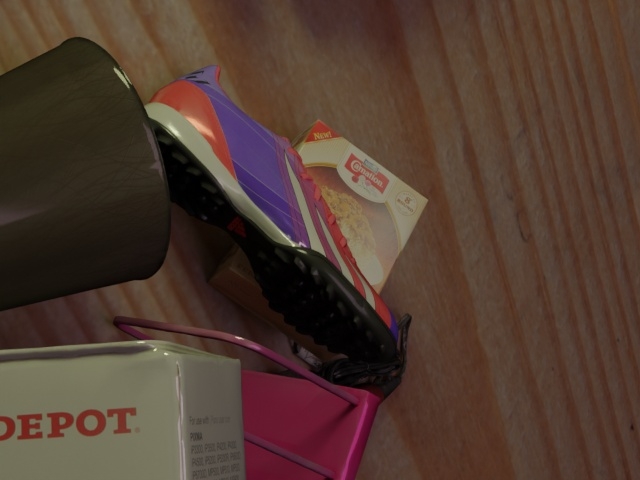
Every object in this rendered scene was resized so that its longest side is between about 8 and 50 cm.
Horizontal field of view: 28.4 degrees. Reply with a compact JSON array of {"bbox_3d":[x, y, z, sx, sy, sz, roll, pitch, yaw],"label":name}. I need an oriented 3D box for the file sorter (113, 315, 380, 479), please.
[{"bbox_3d":[-0.118,0.229,1.082,0.182,0.202,0.291,33,70,-41],"label":"file sorter"}]

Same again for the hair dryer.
[{"bbox_3d":[0.024,0.184,1.322,0.223,0.080,0.293,38,67,-44],"label":"hair dryer"}]

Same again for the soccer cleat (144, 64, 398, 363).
[{"bbox_3d":[-0.031,-0.024,1.142,0.318,0.108,0.116,45,58,-4],"label":"soccer cleat"}]

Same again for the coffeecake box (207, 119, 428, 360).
[{"bbox_3d":[0.000,0.000,1.244,0.142,0.068,0.185,35,65,-12],"label":"coffeecake box"}]

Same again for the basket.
[{"bbox_3d":[-0.250,-0.028,0.949,0.227,0.154,0.204,-25,111,-40],"label":"basket"}]

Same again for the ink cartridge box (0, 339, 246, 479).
[{"bbox_3d":[-0.194,0.271,0.871,0.160,0.279,0.385,28,58,-76],"label":"ink cartridge box"}]
